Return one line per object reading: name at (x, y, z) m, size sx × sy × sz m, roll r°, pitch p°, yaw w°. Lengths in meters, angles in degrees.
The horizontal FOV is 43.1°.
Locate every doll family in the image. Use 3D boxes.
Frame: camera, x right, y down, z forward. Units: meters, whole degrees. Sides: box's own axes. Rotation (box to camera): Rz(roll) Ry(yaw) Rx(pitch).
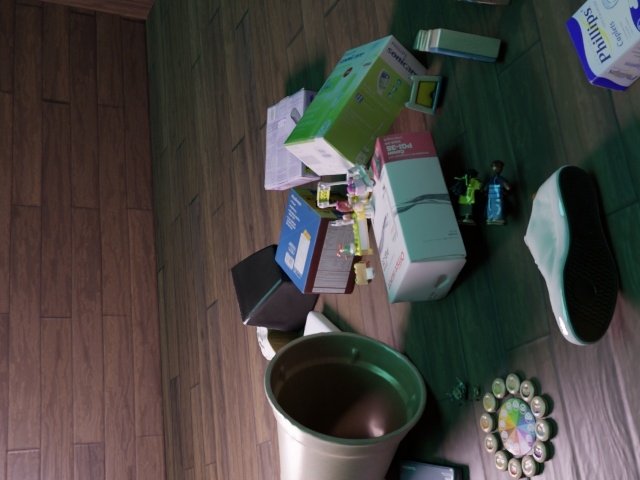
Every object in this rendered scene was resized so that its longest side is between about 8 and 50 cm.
doll family at (0.301, -0.087, 1.506) m, size 0.193 × 0.076 × 0.111 m, roll 3°, pitch 85°, yaw 58°

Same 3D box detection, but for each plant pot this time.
plant pot at (0.036, 0.418, 1.737) m, size 0.334 × 0.334 × 0.305 m, roll -125°, pitch 35°, yaw -51°
plant pot at (-0.108, 0.115, 2.177) m, size 0.167 × 0.188 × 0.187 m, roll -50°, pitch 43°, yaw 35°

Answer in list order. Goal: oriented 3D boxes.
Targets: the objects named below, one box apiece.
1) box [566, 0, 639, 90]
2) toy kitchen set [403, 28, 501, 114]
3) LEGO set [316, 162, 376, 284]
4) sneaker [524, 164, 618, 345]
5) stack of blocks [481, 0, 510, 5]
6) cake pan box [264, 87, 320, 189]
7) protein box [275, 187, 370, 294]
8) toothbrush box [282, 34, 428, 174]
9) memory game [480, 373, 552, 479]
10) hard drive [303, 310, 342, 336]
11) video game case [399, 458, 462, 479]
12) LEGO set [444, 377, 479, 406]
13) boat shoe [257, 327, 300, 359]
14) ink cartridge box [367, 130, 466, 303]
box at (0.456, -0.319, 1.221) m, size 0.137 × 0.072 × 0.126 m, roll -50°, pitch 44°, yaw 51°
toy kitchen set at (0.255, -0.327, 1.613) m, size 0.207 × 0.122 × 0.166 m, roll -111°, pitch 30°, yaw -75°
LEGO set at (0.053, -0.038, 1.713) m, size 0.132 × 0.107 × 0.287 m, roll -106°, pitch 11°, yaw -52°
sneaker at (0.391, 0.034, 1.292) m, size 0.123 × 0.106 × 0.290 m, roll 134°, pitch 143°, yaw -61°
stack of blocks at (0.193, -0.506, 1.513) m, size 0.171 × 0.297 × 0.087 m, roll -143°, pitch 58°, yaw -59°
cake pan box at (-0.081, -0.276, 2.284) m, size 0.267 × 0.070 × 0.245 m, roll -11°, pitch 75°, yaw 62°
protein box at (0.000, 0.000, 2.011) m, size 0.200 × 0.136 × 0.201 m, roll 46°, pitch 127°, yaw 56°
toothbrush box at (0.073, -0.291, 1.785) m, size 0.283 × 0.122 × 0.206 m, roll -55°, pitch 23°, yaw -13°
memory game at (0.342, 0.328, 1.434) m, size 0.186 × 0.012 × 0.186 m, roll -13°, pitch 76°, yaw 62°
hard drive at (0.031, 0.328, 2.016) m, size 0.307 × 0.040 × 0.203 m, roll 37°, pitch 119°, yaw 59°
video game case at (0.223, 0.587, 1.625) m, size 0.196 × 0.026 × 0.274 m, roll -18°, pitch 70°, yaw 62°
LEGO set at (0.277, 0.294, 1.563) m, size 0.083 × 0.023 × 0.054 m, roll 16°, pitch 103°, yaw 49°
boat shoe at (-0.120, 0.293, 2.265) m, size 0.277 × 0.098 × 0.096 m, roll -125°, pitch 44°, yaw -64°
ink cartridge box at (0.182, -0.042, 1.619) m, size 0.207 × 0.117 × 0.283 m, roll 102°, pitch 160°, yaw -62°
